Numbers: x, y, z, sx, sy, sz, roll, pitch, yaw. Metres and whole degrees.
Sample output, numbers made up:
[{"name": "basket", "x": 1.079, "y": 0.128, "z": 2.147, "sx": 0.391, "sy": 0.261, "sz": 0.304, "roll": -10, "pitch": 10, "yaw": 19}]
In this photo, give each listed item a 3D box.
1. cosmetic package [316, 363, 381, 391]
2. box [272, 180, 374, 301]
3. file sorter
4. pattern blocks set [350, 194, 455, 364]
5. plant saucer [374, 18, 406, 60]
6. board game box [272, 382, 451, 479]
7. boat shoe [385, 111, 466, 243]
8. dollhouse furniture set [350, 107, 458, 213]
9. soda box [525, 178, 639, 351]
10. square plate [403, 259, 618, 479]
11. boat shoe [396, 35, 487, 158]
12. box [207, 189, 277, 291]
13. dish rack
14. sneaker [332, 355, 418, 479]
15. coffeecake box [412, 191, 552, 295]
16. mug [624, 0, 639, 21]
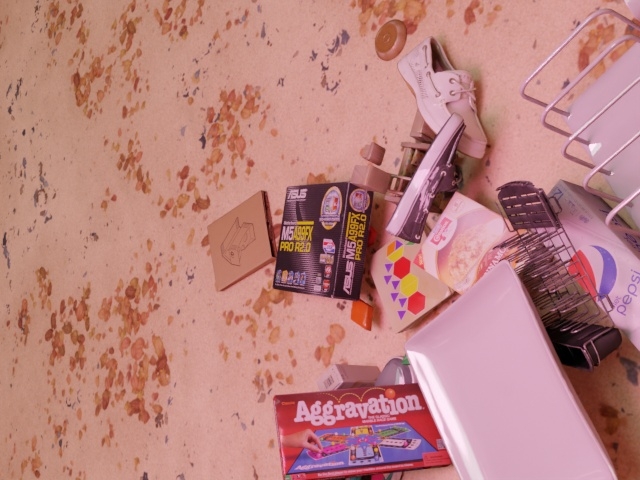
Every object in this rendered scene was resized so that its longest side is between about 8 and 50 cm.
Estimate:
[{"name": "cosmetic package", "x": 0.056, "y": 0.259, "z": 1.669, "sx": 0.060, "sy": 0.115, "sz": 0.041, "roll": -49, "pitch": 51, "yaw": 30}, {"name": "box", "x": 0.000, "y": 0.000, "z": 1.778, "sx": 0.270, "sy": 0.060, "sz": 0.216, "roll": 3, "pitch": 85, "yaw": 63}, {"name": "file sorter", "x": 0.440, "y": -0.164, "z": 1.301, "sx": 0.193, "sy": 0.173, "sz": 0.278, "roll": -46, "pitch": 51, "yaw": 30}, {"name": "pattern blocks set", "x": 0.161, "y": 0.060, "z": 1.647, "sx": 0.285, "sy": 0.026, "sz": 0.325, "roll": -32, "pitch": 54, "yaw": 32}, {"name": "plant saucer", "x": 0.133, "y": -0.394, "z": 1.798, "sx": 0.083, "sy": 0.015, "sz": 0.083, "roll": -13, "pitch": 72, "yaw": 45}, {"name": "board game box", "x": 0.068, "y": 0.317, "z": 1.525, "sx": 0.027, "sy": 0.281, "sz": 0.145, "roll": 111, "pitch": 153, "yaw": -61}, {"name": "boat shoe", "x": 0.191, "y": -0.097, "z": 1.519, "sx": 0.228, "sy": 0.076, "sz": 0.080, "roll": -62, "pitch": 0, "yaw": 8}, {"name": "dollhouse furniture set", "x": 0.159, "y": -0.158, "z": 1.598, "sx": 0.101, "sy": 0.161, "sz": 0.182, "roll": 12, "pitch": 84, "yaw": 46}, {"name": "soda box", "x": 0.427, "y": 0.038, "z": 1.327, "sx": 0.091, "sy": 0.098, "sz": 0.286, "roll": -55, "pitch": 48, "yaw": 25}, {"name": "square plate", "x": 0.278, "y": 0.247, "z": 1.385, "sx": 0.344, "sy": 0.049, "sz": 0.347, "roll": 67, "pitch": 150, "yaw": 19}, {"name": "boat shoe", "x": 0.225, "y": -0.260, "z": 1.609, "sx": 0.096, "sy": 0.098, "sz": 0.277, "roll": -50, "pitch": 48, "yaw": 29}, {"name": "box", "x": -0.176, "y": 0.003, "z": 2.045, "sx": 0.201, "sy": 0.021, "sz": 0.164, "roll": -30, "pitch": 61, "yaw": 39}, {"name": "dish rack", "x": 0.319, "y": 0.045, "z": 1.316, "sx": 0.271, "sy": 0.074, "sz": 0.208, "roll": 63, "pitch": 172, "yaw": -3}, {"name": "sneaker", "x": 0.065, "y": 0.337, "z": 1.594, "sx": 0.124, "sy": 0.178, "sz": 0.295, "roll": 16, "pitch": 91, "yaw": 47}, {"name": "coffeecake box", "x": 0.265, "y": 0.026, "z": 1.499, "sx": 0.185, "sy": 0.068, "sz": 0.142, "roll": 34, "pitch": 95, "yaw": 41}, {"name": "mug", "x": 0.488, "y": -0.379, "z": 1.379, "sx": 0.064, "sy": 0.062, "sz": 0.078, "roll": -33, "pitch": 65, "yaw": 29}]
